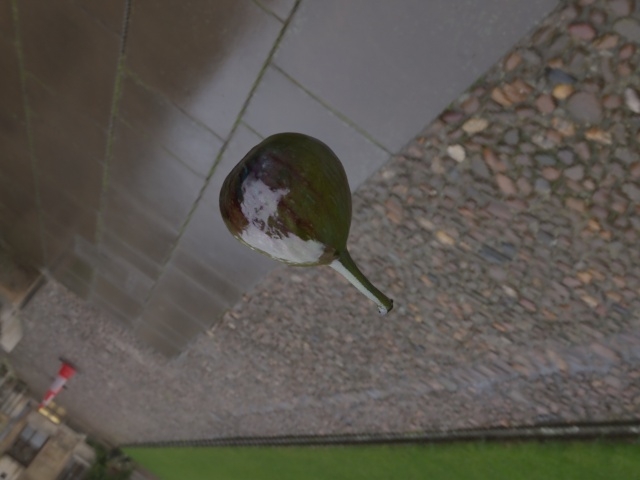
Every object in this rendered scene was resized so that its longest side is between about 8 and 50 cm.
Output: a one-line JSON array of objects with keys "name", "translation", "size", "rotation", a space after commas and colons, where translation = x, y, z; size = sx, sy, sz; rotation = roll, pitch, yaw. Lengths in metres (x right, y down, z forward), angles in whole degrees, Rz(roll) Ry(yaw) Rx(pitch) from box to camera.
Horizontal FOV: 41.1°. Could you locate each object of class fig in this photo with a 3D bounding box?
[{"name": "fig", "translation": [0.000, 0.000, 0.913], "size": [0.245, 0.149, 0.149], "rotation": [47, 156, -14]}]
